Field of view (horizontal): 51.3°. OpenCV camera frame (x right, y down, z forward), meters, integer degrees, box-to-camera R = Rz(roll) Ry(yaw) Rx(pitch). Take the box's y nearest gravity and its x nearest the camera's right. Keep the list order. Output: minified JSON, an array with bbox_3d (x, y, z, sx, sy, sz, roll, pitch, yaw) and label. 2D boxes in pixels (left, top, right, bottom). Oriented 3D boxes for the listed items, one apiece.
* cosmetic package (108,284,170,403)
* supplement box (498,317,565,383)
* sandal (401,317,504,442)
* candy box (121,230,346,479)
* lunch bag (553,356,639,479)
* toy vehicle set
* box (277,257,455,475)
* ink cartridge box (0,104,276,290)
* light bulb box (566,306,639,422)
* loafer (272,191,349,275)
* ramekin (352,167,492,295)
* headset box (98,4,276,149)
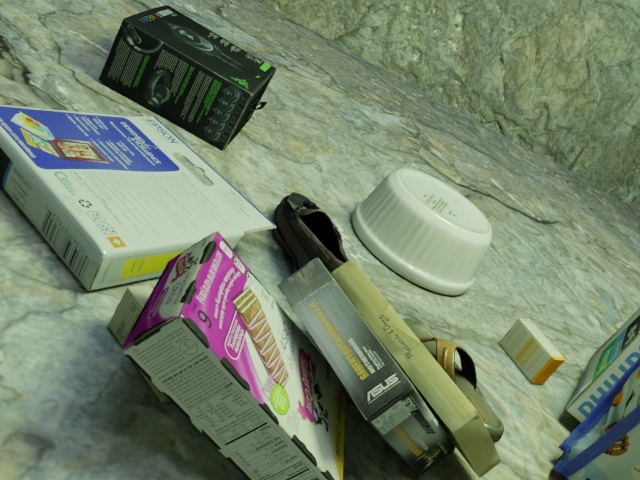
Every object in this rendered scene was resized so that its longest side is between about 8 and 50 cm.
[{"bbox_3d":[-0.167,0.105,0.692,0.115,0.060,0.041,47,27,27],"label":"cosmetic package"},{"bbox_3d":[0.360,0.188,1.139,0.036,0.062,0.098,11,32,-36],"label":"supplement box"},{"bbox_3d":[0.189,0.185,0.949,0.090,0.060,0.219,9,33,-41],"label":"sandal"},{"bbox_3d":[-0.067,0.125,0.645,0.233,0.071,0.159,53,18,-21],"label":"candy box"},{"bbox_3d":[0.530,0.260,0.812,0.328,0.385,0.239,39,22,17],"label":"lunch bag"},{"bbox_3d":[0.116,0.155,0.831,0.267,0.035,0.166,51,-4,42],"label":"toy vehicle set"},{"bbox_3d":[0.055,0.145,0.738,0.183,0.056,0.231,51,-3,36],"label":"box"},{"bbox_3d":[-0.263,-0.072,0.908,0.304,0.072,0.307,42,24,23],"label":"ink cartridge box"},{"bbox_3d":[0.643,0.276,1.093,0.361,0.225,0.358,41,22,19],"label":"light bulb box"},{"bbox_3d":[0.000,0.000,1.034,0.109,0.095,0.302,20,27,-24],"label":"loafer"},{"bbox_3d":[0.206,-0.028,1.287,0.273,0.127,0.272,26,26,-13],"label":"ramekin"},{"bbox_3d":[-0.240,-0.322,1.316,0.283,0.131,0.246,30,25,-6],"label":"headset box"}]
